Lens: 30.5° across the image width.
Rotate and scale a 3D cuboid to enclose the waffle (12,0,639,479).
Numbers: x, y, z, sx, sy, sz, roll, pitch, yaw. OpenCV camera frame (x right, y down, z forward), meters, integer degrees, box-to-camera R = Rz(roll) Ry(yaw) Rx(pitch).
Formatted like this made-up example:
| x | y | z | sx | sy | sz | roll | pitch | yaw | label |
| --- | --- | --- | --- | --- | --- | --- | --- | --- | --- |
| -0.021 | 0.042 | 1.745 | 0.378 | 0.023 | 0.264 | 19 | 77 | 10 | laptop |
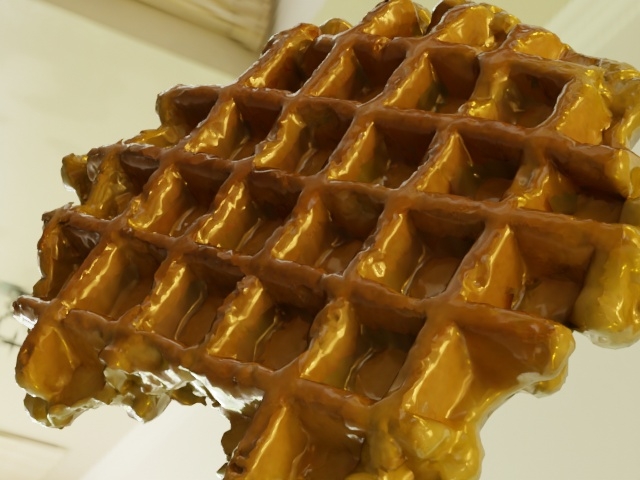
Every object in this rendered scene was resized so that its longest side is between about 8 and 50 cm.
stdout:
| x | y | z | sx | sy | sz | roll | pitch | yaw | label |
| --- | --- | --- | --- | --- | --- | --- | --- | --- | --- |
| -0.004 | -0.004 | 0.492 | 0.282 | 0.058 | 0.301 | -38 | -142 | -8 | waffle |
